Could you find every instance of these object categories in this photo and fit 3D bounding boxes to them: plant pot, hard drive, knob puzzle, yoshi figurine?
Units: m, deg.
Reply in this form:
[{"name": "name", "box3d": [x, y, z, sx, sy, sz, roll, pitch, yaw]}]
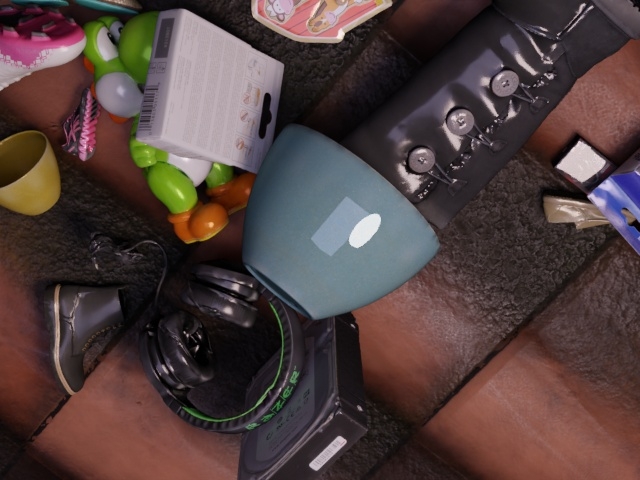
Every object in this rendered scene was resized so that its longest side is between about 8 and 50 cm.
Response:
[{"name": "plant pot", "box3d": [-0.470, -0.095, 1.591, 0.134, 0.134, 0.095, -18, 132, 12]}, {"name": "hard drive", "box3d": [-0.032, 0.253, 1.549, 0.064, 0.339, 0.237, 38, 110, -16]}, {"name": "plant pot", "box3d": [0.000, 0.000, 1.450, 0.290, 0.290, 0.195, 40, 80, -9]}, {"name": "knob puzzle", "box3d": [-0.018, -0.379, 1.483, 0.213, 0.030, 0.213, 2, 110, 5]}, {"name": "yoshi figurine", "box3d": [-0.218, -0.191, 1.499, 0.203, 0.203, 0.362, -32, 102, -1]}]

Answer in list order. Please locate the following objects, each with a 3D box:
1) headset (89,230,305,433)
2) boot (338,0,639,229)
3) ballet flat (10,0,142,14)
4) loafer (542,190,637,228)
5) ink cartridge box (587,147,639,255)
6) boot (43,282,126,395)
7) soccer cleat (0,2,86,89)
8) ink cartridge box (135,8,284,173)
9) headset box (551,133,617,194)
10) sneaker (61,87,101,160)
[{"name": "headset", "box3d": [-0.203, 0.122, 1.549, 0.394, 0.185, 0.243, 41, 95, 30]}, {"name": "boot", "box3d": [0.183, -0.267, 1.414, 0.367, 0.146, 0.445, 39, 118, -15]}, {"name": "ballet flat", "box3d": [-0.368, -0.382, 1.501, 0.206, 0.073, 0.067, 6, 90, -1]}, {"name": "loafer", "box3d": [0.416, -0.043, 1.551, 0.148, 0.056, 0.050, 11, 113, 11]}, {"name": "ink cartridge box", "box3d": [0.575, -0.117, 1.470, 0.333, 0.065, 0.165, -44, 101, 8]}, {"name": "boot", "box3d": [-0.388, 0.168, 1.701, 0.137, 0.077, 0.197, -4, 111, 2]}, {"name": "soccer cleat", "box3d": [-0.486, -0.279, 1.510, 0.331, 0.116, 0.143, 11, 125, 23]}, {"name": "ink cartridge box", "box3d": [-0.156, -0.206, 1.452, 0.066, 0.232, 0.189, 4, 82, 32]}, {"name": "headset box", "box3d": [0.408, -0.113, 1.535, 0.083, 0.032, 0.062, 38, 109, -6]}, {"name": "sneaker", "box3d": [-0.385, -0.188, 1.587, 0.057, 0.047, 0.119, 18, 110, 11]}]
